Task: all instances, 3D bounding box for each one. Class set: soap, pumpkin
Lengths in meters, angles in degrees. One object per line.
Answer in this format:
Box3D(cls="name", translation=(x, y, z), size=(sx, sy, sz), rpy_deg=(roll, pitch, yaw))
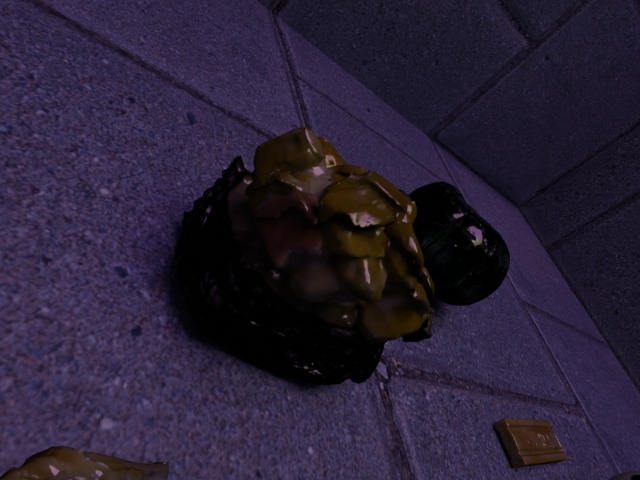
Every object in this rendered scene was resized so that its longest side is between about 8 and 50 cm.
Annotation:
Box3D(cls="soap", translation=(0.475, 0.451, 0.979), size=(0.252, 0.037, 0.092), rpy_deg=(21, 41, -40))
Box3D(cls="pumpkin", translation=(0.295, 0.017, 1.050), size=(0.315, 0.238, 0.315), rpy_deg=(47, 12, -13))

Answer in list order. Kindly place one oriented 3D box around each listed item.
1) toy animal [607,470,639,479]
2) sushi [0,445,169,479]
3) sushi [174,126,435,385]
Box3D(cls="toy animal", translation=(0.719, 0.647, 0.898), size=(0.250, 0.250, 0.310), rpy_deg=(20, 47, -40))
Box3D(cls="sushi", translation=(-0.167, 0.257, 0.241), size=(0.184, 0.139, 0.274), rpy_deg=(39, 34, -11))
Box3D(cls="sushi", translation=(0.000, 0.000, 0.615), size=(0.327, 0.285, 0.329), rpy_deg=(34, 32, -24))
